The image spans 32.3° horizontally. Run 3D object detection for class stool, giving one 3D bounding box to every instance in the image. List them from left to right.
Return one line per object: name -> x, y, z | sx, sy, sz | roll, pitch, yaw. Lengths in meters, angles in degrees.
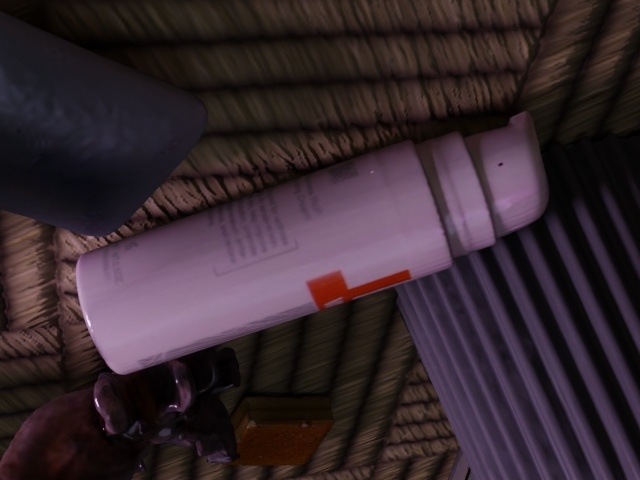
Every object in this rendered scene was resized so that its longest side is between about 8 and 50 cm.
stool -> 0.244, 0.131, 0.879 | 0.297, 0.330, 0.297 | -11, 142, -8

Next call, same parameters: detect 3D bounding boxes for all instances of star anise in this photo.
star anise -> -0.152, 0.159, 0.920 | 0.198, 0.111, 0.257 | -28, 169, 1

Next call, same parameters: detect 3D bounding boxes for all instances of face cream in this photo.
face cream -> 0.000, 0.000, 0.807 | 0.345, 0.102, 0.102 | -18, 143, 4

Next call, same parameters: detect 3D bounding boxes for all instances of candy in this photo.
candy -> -0.172, -0.068, 0.676 | 0.174, 0.071, 0.138 | 20, 131, -37

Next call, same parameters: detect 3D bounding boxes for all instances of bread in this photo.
bread -> -0.044, 0.188, 1.084 | 0.094, 0.035, 0.090 | 5, 138, -27

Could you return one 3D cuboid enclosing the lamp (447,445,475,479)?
lamp -> 0.278, 0.287, 1.327 | 0.269, 0.047, 0.266 | -7, 143, -12
